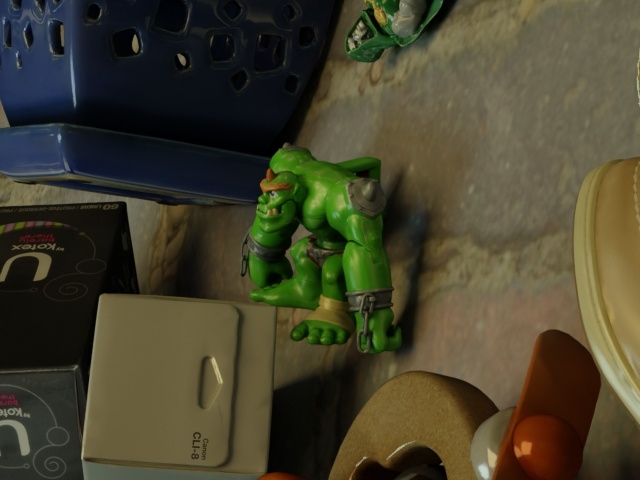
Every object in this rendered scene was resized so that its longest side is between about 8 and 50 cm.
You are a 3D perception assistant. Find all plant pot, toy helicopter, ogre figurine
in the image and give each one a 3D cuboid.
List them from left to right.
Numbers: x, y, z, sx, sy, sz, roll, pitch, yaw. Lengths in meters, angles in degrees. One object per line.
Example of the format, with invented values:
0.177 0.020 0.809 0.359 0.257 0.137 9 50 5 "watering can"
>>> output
-0.142 -0.141 1.560 0.236 0.236 0.212 1 84 62 "plant pot"
0.000 0.000 1.361 0.197 0.096 0.118 -119 31 -74 "ogre figurine"
0.092 0.199 1.031 0.235 0.140 0.355 -57 33 21 "toy helicopter"

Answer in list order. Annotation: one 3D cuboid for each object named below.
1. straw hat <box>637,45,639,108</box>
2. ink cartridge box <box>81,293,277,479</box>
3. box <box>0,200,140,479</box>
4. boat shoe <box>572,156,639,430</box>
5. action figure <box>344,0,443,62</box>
0.229 -0.068 0.986 0.144 0.061 0.144 42 141 47 "straw hat"
-0.099 0.130 1.363 0.176 0.127 0.128 101 172 -63 "ink cartridge box"
-0.243 0.092 1.559 0.270 0.165 0.143 -86 -9 -61 "box"
0.206 0.073 0.914 0.098 0.109 0.302 -43 45 37 "boat shoe"
0.077 -0.224 1.371 0.232 0.063 0.137 -64 31 26 "action figure"
